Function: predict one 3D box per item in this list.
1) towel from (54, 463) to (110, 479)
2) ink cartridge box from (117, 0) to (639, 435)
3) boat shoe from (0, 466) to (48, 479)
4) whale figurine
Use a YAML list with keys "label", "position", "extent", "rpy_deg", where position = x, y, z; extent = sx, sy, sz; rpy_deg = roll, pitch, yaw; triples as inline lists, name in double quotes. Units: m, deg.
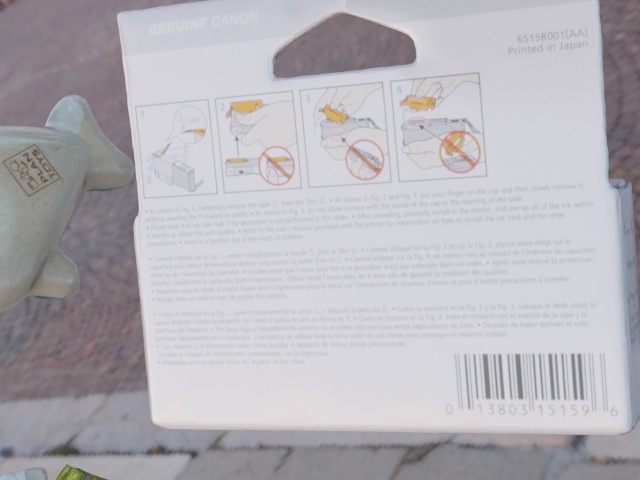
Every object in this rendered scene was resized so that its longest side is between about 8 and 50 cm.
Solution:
- label: "towel"
  position: [-0.237, 0.310, 1.331]
  extent: [0.021, 0.237, 0.102]
  rpy_deg: [39, 89, 32]
- label: "ink cartridge box"
  position: [0.027, -0.017, 0.659]
  extent: [0.275, 0.239, 0.060]
  rpy_deg: [-3, 4, 23]
- label: "boat shoe"
  position: [-0.340, 0.425, 1.459]
  extent: [0.098, 0.302, 0.109]
  rpy_deg: [-13, 3, -25]
- label: "whale figurine"
  position: [-0.300, -0.030, 1.109]
  extent: [0.272, 0.216, 0.141]
  rpy_deg: [-41, 4, -42]
